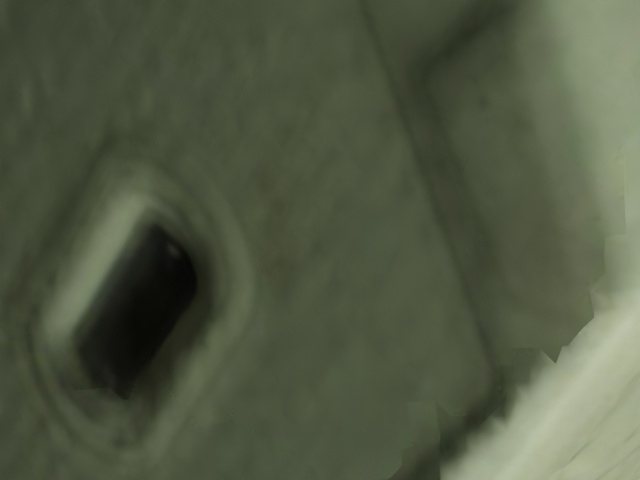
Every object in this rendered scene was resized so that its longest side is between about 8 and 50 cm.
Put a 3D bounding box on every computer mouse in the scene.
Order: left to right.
[{"bbox_3d":[0.003,-0.002,0.485,0.145,0.228,0.429,-10,143,-47],"label":"computer mouse"}]
